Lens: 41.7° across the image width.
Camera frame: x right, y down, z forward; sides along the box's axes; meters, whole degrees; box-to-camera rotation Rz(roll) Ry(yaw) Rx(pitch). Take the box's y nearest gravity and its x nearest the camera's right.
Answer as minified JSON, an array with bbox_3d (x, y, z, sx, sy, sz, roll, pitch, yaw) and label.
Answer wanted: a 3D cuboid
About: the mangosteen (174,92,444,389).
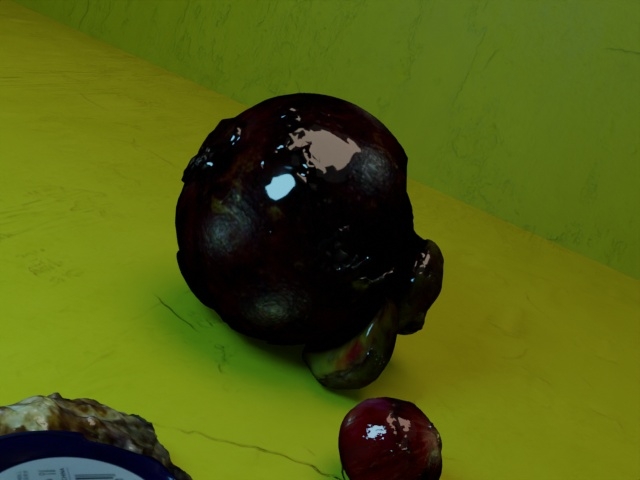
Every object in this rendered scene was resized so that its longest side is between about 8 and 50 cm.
[{"bbox_3d":[-0.024,0.002,1.230,0.380,0.422,0.381,-19,17,6],"label":"mangosteen"}]

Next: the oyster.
[{"bbox_3d":[-0.250,0.195,0.780,0.275,0.101,0.271,20,2,11],"label":"oyster"}]

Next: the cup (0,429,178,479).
[{"bbox_3d":[-0.120,0.255,0.461,0.254,0.257,0.178,10,19,-24],"label":"cup"}]

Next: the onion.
[{"bbox_3d":[0.080,0.245,0.975,0.131,0.131,0.131,19,18,-6],"label":"onion"}]
